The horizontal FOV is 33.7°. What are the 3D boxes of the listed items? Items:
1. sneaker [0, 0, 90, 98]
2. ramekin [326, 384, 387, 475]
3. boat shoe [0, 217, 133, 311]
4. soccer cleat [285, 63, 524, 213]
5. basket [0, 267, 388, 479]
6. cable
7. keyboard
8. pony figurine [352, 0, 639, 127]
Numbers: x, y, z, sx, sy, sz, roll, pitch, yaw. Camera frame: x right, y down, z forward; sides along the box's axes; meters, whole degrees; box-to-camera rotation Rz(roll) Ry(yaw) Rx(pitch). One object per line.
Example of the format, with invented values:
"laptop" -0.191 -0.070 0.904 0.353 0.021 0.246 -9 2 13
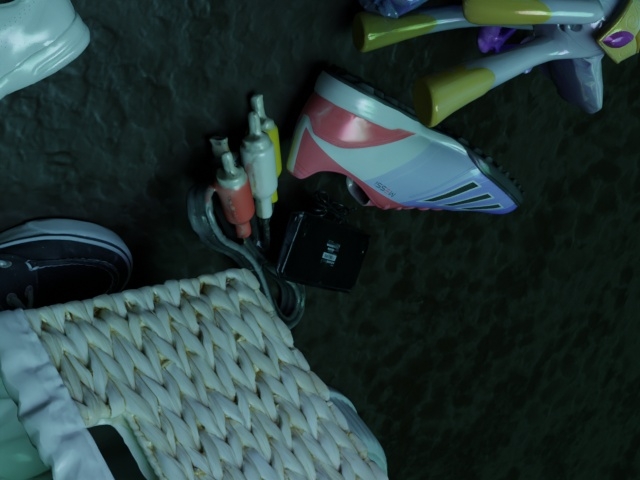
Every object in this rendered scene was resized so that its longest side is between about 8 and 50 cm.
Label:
"sneaker" -0.286 -0.137 0.813 0.212 0.080 0.094 -42 125 -19
"ramekin" -0.015 0.289 1.288 0.207 0.109 0.207 -21 129 -29
"boat shoe" -0.290 0.056 0.906 0.301 0.102 0.108 -7 122 -36
"soccer cleat" 0.095 -0.077 1.138 0.318 0.108 0.116 23 103 -41
"basket" -0.142 0.242 0.922 0.266 0.328 0.331 -17 152 -36
"cable" -0.058 0.004 1.065 0.139 0.072 0.287 -64 146 -44
"keyboard" 0.000 0.000 1.142 0.192 0.038 0.100 19 92 -65
"pony figurine" 0.223 -0.230 1.011 0.363 0.351 0.303 -9 121 -13
